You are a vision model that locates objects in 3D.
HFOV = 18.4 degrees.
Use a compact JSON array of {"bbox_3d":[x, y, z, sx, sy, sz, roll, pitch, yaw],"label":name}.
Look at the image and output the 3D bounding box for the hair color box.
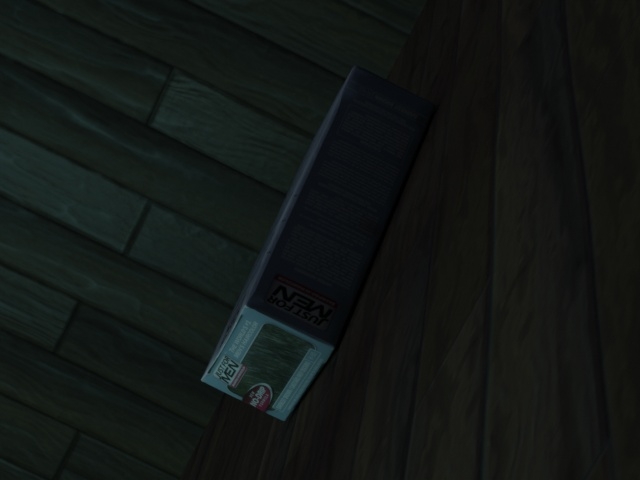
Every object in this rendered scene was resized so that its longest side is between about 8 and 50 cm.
[{"bbox_3d":[0.000,0.000,2.265,0.374,0.114,0.185,-66,4,-36],"label":"hair color box"}]
